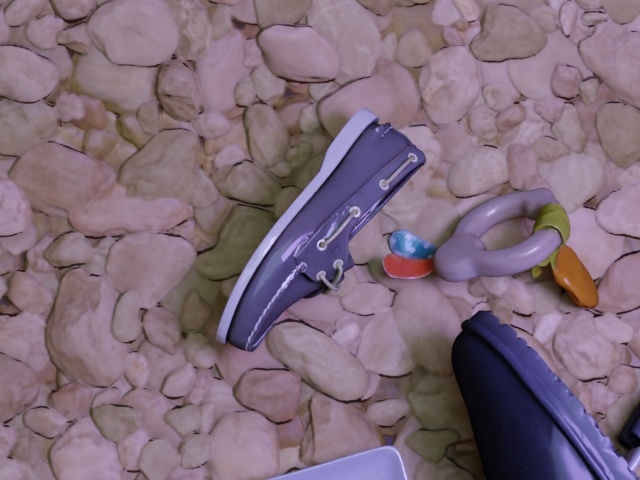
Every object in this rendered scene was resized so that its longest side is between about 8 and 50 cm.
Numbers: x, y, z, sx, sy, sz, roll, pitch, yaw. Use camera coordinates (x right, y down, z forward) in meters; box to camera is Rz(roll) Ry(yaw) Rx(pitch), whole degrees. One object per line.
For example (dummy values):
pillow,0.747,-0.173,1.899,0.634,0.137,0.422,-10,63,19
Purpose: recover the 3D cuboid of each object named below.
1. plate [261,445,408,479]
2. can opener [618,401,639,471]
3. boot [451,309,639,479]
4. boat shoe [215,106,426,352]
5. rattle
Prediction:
plate,-0.018,0.374,1.717,0.277,0.045,0.278,-13,79,-12
can opener,0.331,0.189,1.795,0.095,0.076,0.283,36,73,1
boot,0.103,0.332,1.662,0.445,0.146,0.367,-37,69,-3
boat shoe,0.000,-0.002,1.777,0.091,0.109,0.305,33,71,6
rattle,0.182,0.034,1.835,0.200,0.143,0.130,-26,49,2
